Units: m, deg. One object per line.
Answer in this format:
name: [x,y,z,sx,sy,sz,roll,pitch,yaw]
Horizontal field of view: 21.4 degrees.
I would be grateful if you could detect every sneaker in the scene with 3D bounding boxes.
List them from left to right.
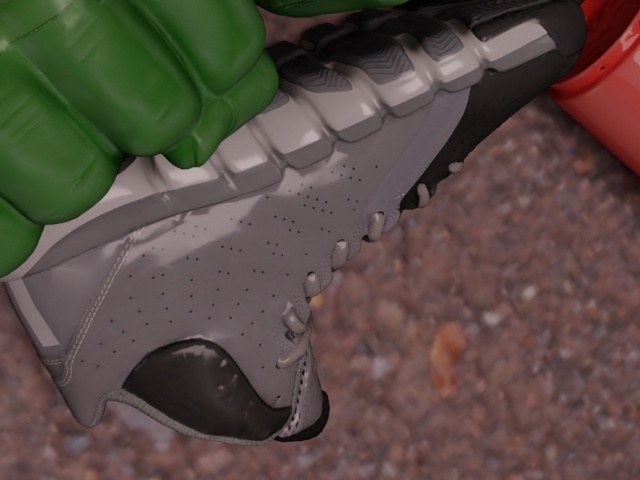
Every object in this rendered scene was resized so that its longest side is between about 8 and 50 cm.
sneaker: [0.000,0.000,0.610,0.228,0.086,0.132,-22,110,-4]

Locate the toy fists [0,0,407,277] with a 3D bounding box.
toy fists: [-0.036,-0.095,0.529,0.279,0.142,0.096,-40,108,-16]

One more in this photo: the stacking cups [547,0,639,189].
stacking cups: [0.222,0.012,0.672,0.316,0.096,0.096,37,85,-21]
